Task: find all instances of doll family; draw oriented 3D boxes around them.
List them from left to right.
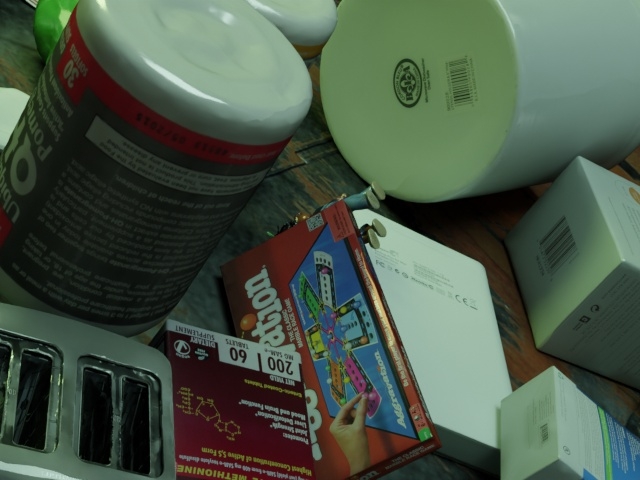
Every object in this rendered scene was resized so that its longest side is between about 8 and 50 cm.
[{"bbox_3d":[0.000,0.000,1.134,0.076,0.111,0.193,61,34,-3],"label":"doll family"}]

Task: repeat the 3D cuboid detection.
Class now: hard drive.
[{"bbox_3d":[0.113,0.100,1.164,0.203,0.040,0.307,24,34,-20],"label":"hard drive"}]

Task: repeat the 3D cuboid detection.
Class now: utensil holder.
[{"bbox_3d":[0.232,-0.222,1.434,0.386,0.327,0.327,-13,57,-47],"label":"utensil holder"}]

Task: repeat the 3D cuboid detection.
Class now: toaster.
[{"bbox_3d":[-0.195,0.143,0.746,0.168,0.110,0.185,21,35,-26],"label":"toaster"}]

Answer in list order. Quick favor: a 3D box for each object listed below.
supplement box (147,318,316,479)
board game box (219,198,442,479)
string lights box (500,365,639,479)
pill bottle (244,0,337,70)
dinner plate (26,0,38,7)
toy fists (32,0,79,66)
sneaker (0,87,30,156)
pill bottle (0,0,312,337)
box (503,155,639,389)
[{"bbox_3d":[-0.074,0.187,0.824,0.130,0.073,0.239,17,43,-27],"label":"supplement box"},{"bbox_3d":[-0.001,0.097,0.968,0.027,0.145,0.281,49,16,-46],"label":"board game box"},{"bbox_3d":[0.296,0.259,1.064,0.260,0.077,0.133,40,31,-16],"label":"string lights box"},{"bbox_3d":[-0.117,-0.151,1.035,0.162,0.278,0.162,26,34,-19],"label":"pill bottle"},{"bbox_3d":[-0.308,-0.323,1.278,0.141,0.017,0.141,10,66,-22],"label":"dinner plate"},{"bbox_3d":[-0.191,-0.194,1.197,0.279,0.096,0.142,18,47,-30],"label":"toy fists"},{"bbox_3d":[-0.326,-0.092,0.942,0.290,0.106,0.123,19,27,-40],"label":"sneaker"},{"bbox_3d":[-0.157,-0.036,0.813,0.176,0.318,0.176,25,33,-18],"label":"pill bottle"},{"bbox_3d":[0.444,0.070,1.403,0.345,0.168,0.215,22,35,-22],"label":"box"}]
